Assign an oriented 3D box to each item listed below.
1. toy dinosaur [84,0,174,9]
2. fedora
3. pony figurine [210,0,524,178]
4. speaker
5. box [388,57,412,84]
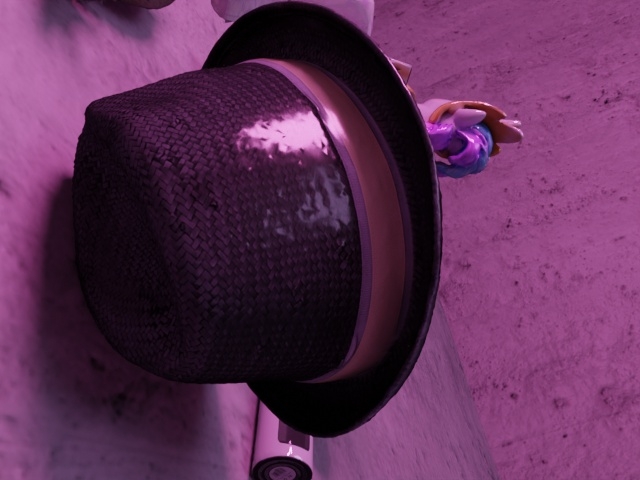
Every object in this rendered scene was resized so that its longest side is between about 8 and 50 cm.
[{"bbox_3d":[-0.203,-0.308,0.617,0.313,0.121,0.160,-56,137,-78],"label":"toy dinosaur"},{"bbox_3d":[-0.077,-0.017,0.413,0.153,0.334,0.333,-4,68,-39],"label":"fedora"},{"bbox_3d":[0.007,-0.163,0.704,0.363,0.351,0.302,37,-51,49],"label":"pony figurine"},{"bbox_3d":[-0.034,0.168,0.576,0.055,0.055,0.136,58,18,-31],"label":"speaker"},{"bbox_3d":[-0.001,-0.080,0.553,0.114,0.206,0.036,13,13,-23],"label":"box"}]
